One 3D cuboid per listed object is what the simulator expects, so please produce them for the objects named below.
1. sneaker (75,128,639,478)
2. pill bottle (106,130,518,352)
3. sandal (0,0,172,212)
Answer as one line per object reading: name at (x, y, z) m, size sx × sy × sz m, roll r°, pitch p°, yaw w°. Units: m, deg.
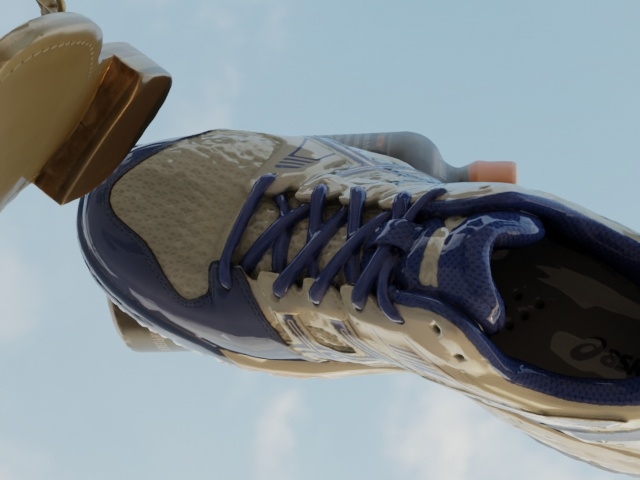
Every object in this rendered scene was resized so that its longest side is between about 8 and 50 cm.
sneaker at (0.038, 0.005, 0.678) m, size 0.296 × 0.131 × 0.112 m, roll 14°, pitch -106°, yaw 8°
pill bottle at (0.000, 0.000, 1.018) m, size 0.245 × 0.130 × 0.130 m, roll -3°, pitch -84°, yaw 8°
sandal at (-0.118, -0.056, 0.568) m, size 0.079 × 0.240 × 0.088 m, roll 36°, pitch -83°, yaw 3°
